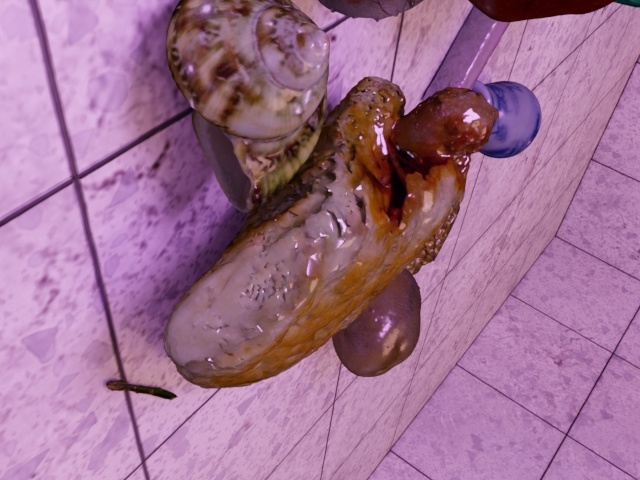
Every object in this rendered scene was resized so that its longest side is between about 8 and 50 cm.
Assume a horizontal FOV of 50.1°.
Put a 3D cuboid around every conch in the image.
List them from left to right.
[{"bbox_3d":[-0.050,-0.120,0.561,0.124,0.187,0.181,-17,-170,-5],"label":"conch"}]

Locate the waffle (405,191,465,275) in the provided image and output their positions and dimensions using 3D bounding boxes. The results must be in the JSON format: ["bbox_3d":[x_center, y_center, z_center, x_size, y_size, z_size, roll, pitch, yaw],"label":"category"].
[{"bbox_3d":[0.230,-0.020,1.404,0.204,0.054,0.223,-20,138,-56],"label":"waffle"}]

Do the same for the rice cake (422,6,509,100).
[{"bbox_3d":[0.274,-0.359,1.062,0.364,0.056,0.073,-59,156,2],"label":"rice cake"}]

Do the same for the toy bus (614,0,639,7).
[{"bbox_3d":[0.407,-0.493,0.897,0.199,0.184,0.343,-20,132,-51],"label":"toy bus"}]

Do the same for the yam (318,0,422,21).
[{"bbox_3d":[0.042,-0.309,0.527,0.154,0.154,0.254,-50,153,-19],"label":"yam"}]

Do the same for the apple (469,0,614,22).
[{"bbox_3d":[0.235,-0.380,0.674,0.288,0.288,0.316,-49,166,-21],"label":"apple"}]

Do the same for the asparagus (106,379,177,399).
[{"bbox_3d":[-0.205,0.177,0.805,0.016,0.013,0.166,-66,160,-11],"label":"asparagus"}]

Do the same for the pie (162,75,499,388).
[{"bbox_3d":[-0.018,0.019,0.771,0.418,0.180,0.395,-43,170,-28],"label":"pie"}]

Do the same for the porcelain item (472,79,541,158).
[{"bbox_3d":[0.303,-0.221,1.211,0.259,0.141,0.141,2,117,-55],"label":"porcelain item"}]

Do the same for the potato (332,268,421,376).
[{"bbox_3d":[0.107,0.140,1.234,0.178,0.160,0.235,-44,-176,35],"label":"potato"}]
